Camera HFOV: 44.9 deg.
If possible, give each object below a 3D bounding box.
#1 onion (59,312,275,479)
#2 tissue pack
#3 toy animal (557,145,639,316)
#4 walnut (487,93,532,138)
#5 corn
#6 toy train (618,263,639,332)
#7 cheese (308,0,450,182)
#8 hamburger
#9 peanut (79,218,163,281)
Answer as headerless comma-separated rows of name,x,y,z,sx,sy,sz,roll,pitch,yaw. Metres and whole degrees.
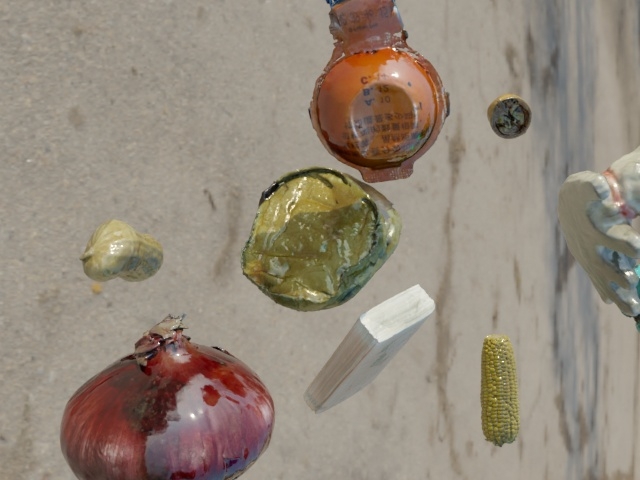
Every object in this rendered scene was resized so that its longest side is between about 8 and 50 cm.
onion,-0.250,0.259,1.270,0.348,0.348,0.285,-25,115,-62
tissue pack,0.089,0.220,1.520,0.170,0.071,0.325,-26,159,-36
toy animal,0.558,-0.026,1.404,0.188,0.266,0.307,-40,99,-15
walnut,0.407,-0.277,1.700,0.121,0.091,0.052,40,14,-38
corn,0.419,0.352,1.824,0.091,0.091,0.259,-18,104,-71
toy train,0.694,0.125,1.572,0.107,0.198,0.154,-64,-146,38
cheese,0.081,-0.244,1.171,0.129,0.217,0.329,-81,160,-68
hamburger,-0.002,0.000,1.371,0.285,0.266,0.134,-49,153,-14
peanut,-0.501,0.027,1.977,0.291,0.143,0.159,9,79,-73
